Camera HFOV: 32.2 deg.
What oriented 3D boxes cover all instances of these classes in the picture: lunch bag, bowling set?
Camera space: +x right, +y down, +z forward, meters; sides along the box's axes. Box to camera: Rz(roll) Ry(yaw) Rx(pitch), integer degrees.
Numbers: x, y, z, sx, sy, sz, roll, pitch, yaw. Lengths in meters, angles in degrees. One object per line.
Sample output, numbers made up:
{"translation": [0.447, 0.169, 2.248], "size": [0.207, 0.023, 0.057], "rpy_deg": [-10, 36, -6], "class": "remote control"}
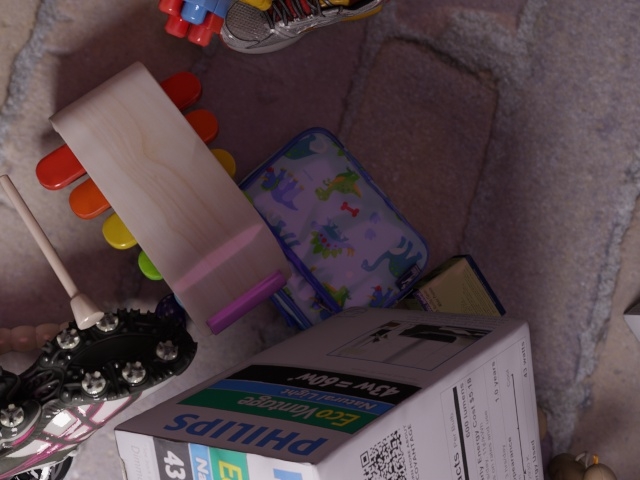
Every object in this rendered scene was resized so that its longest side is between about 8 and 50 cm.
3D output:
{"translation": [0.000, 0.000, 1.248], "size": [0.176, 0.090, 0.219], "rpy_deg": [-39, 95, -8], "class": "lunch bag"}
{"translation": [0.290, 0.310, 1.260], "size": [0.200, 0.154, 0.287], "rpy_deg": [-1, 88, -12], "class": "bowling set"}

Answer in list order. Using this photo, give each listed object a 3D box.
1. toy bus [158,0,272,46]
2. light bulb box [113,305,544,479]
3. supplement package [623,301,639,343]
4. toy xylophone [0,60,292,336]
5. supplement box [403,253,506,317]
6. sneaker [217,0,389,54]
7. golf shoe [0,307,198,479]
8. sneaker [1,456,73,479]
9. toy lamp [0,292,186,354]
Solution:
{"translation": [-0.139, -0.328, 1.194], "size": [0.220, 0.149, 0.211], "rpy_deg": [27, 98, 18], "class": "toy bus"}
{"translation": [0.036, 0.283, 1.036], "size": [0.361, 0.225, 0.358], "rpy_deg": [-21, 107, -50], "class": "light bulb box"}
{"translation": [0.548, 0.095, 1.303], "size": [0.263, 0.198, 0.199], "rpy_deg": [-35, 94, -11], "class": "supplement package"}
{"translation": [-0.189, -0.042, 1.158], "size": [0.236, 0.081, 0.322], "rpy_deg": [-27, 72, -7], "class": "toy xylophone"}
{"translation": [0.153, 0.073, 1.292], "size": [0.083, 0.056, 0.083], "rpy_deg": [-34, 95, -12], "class": "supplement box"}
{"translation": [-0.014, -0.278, 1.253], "size": [0.225, 0.093, 0.088], "rpy_deg": [-23, 94, -11], "class": "sneaker"}
{"translation": [-0.256, 0.159, 1.133], "size": [0.273, 0.120, 0.105], "rpy_deg": [-22, 55, -18], "class": "golf shoe"}
{"translation": [-0.335, 0.269, 1.166], "size": [0.188, 0.078, 0.067], "rpy_deg": [-39, 95, -12], "class": "sneaker"}
{"translation": [-0.285, 0.101, 1.188], "size": [0.275, 0.080, 0.080], "rpy_deg": [-4, 88, -15], "class": "toy lamp"}
